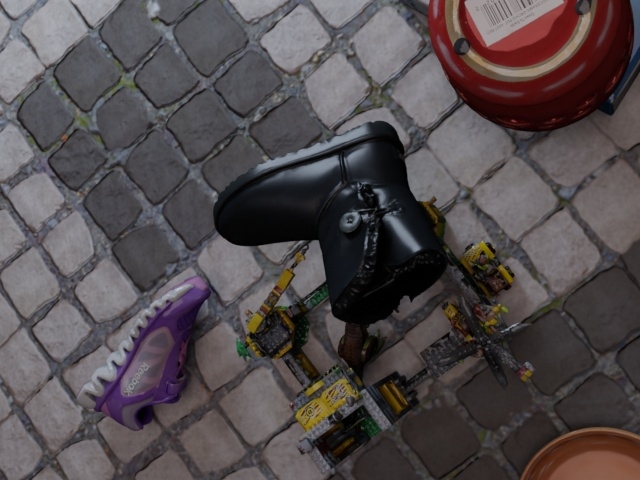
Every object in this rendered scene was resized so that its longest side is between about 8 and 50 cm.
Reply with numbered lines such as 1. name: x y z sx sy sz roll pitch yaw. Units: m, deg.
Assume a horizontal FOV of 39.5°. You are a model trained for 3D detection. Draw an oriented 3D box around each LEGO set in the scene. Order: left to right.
1. LEGO set: 0.055 0.103 1.000 0.331 0.192 0.255 -30 81 14

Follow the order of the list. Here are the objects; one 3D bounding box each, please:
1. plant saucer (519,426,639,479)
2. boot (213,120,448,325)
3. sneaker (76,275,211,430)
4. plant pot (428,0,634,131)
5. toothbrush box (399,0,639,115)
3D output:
1. plant saucer: 0.320 0.307 1.000 0.200 0.037 0.199 0 90 17
2. boot: 0.000 0.000 0.952 0.247 0.094 0.207 -24 49 15
3. sneaker: -0.204 0.151 1.136 0.104 0.095 0.236 41 105 6
4. plant pot: 0.199 -0.202 0.847 0.191 0.174 0.191 1 95 18
5. toothbrush box: 0.248 -0.305 0.982 0.296 0.126 0.216 31 100 14
